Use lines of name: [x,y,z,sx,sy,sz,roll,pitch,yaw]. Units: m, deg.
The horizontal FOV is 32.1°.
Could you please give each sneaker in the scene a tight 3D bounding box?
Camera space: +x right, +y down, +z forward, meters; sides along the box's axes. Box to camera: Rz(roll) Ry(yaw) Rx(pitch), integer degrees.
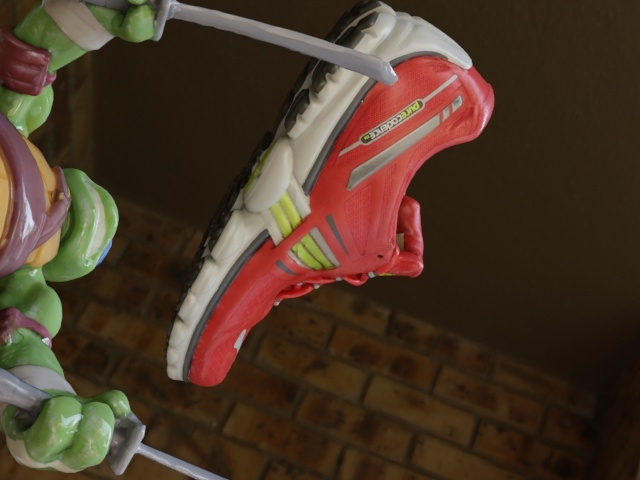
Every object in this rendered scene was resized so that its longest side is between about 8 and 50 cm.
sneaker: [0.000,0.000,0.647,0.118,0.107,0.279,30,-59,-9]

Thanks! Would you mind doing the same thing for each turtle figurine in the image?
turtle figurine: [-0.102,-0.025,0.412,0.275,0.198,0.266,28,5,24]
